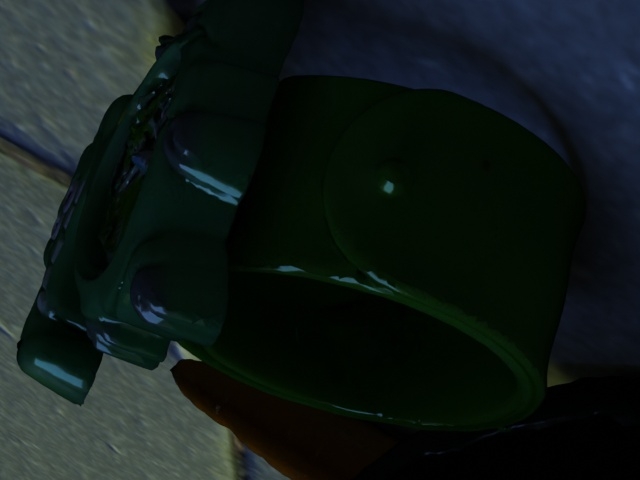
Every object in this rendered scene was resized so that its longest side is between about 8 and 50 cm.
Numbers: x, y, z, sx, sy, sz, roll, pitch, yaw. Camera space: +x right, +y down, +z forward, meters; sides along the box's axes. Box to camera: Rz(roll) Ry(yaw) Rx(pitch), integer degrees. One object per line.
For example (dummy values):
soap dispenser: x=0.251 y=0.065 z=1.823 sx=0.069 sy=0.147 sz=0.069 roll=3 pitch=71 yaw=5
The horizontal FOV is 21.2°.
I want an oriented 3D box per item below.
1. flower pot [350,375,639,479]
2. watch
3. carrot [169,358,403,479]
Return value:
flower pot: x=0.102 y=0.224 z=0.586 sx=0.266 sy=0.266 sz=0.267 roll=-1 pitch=126 yaw=52
watch: x=0.000 y=0.000 z=0.558 sx=0.152 sy=0.131 sz=0.165 roll=22 pitch=155 yaw=-17
carrot: x=0.063 y=0.127 z=0.763 sx=0.336 sy=0.069 sz=0.069 roll=30 pitch=156 yaw=26
